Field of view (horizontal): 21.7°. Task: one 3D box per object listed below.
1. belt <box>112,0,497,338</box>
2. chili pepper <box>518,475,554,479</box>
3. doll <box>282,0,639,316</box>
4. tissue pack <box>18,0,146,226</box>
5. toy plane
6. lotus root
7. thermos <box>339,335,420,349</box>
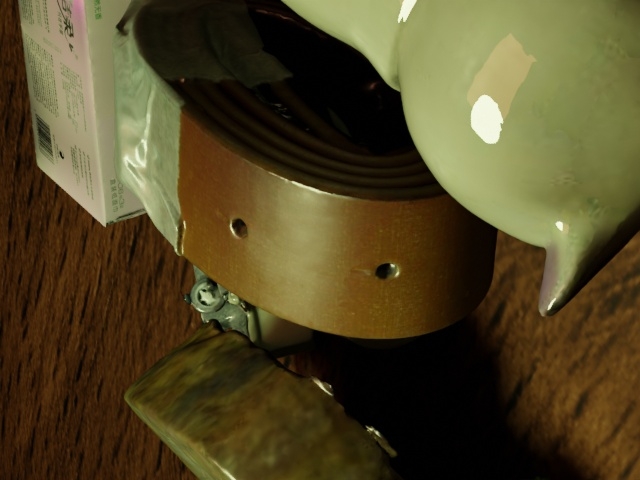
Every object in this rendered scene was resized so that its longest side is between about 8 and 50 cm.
[{"bbox_3d":[-0.016,-0.067,1.120,0.339,0.217,0.122,42,140,43],"label":"belt"},{"bbox_3d":[0.187,0.265,1.026,0.165,0.174,0.261,8,118,56],"label":"chili pepper"},{"bbox_3d":[0.085,-0.160,0.913,0.370,0.226,0.215,48,115,18],"label":"doll"},{"bbox_3d":[-0.196,-0.154,1.499,0.148,0.092,0.246,39,139,45],"label":"tissue pack"},{"bbox_3d":[-0.085,0.011,1.424,0.192,0.088,0.262,79,167,-73],"label":"toy plane"},{"bbox_3d":[0.018,0.218,1.241,0.390,0.111,0.375,39,169,18],"label":"lotus root"},{"bbox_3d":[0.000,0.000,1.250,0.137,0.105,0.193,56,165,-21],"label":"thermos"}]
